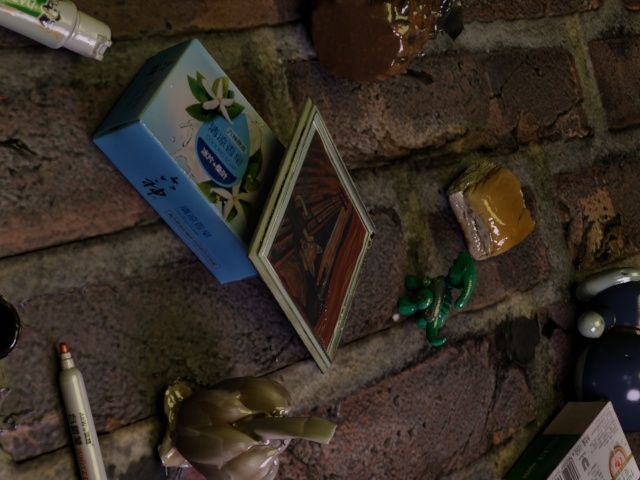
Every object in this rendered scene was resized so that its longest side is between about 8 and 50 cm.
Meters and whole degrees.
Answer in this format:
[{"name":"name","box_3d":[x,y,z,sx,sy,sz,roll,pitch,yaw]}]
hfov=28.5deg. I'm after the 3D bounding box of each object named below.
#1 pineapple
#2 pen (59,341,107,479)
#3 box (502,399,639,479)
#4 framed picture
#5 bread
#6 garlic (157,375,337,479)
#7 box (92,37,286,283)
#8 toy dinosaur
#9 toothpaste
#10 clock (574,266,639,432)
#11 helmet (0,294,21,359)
[{"name":"pineapple","box_3d":[0.127,-0.332,1.653,0.364,0.165,0.166,-44,112,-46]},{"name":"pen","box_3d":[-0.227,0.206,1.228,0.026,0.026,0.218,-13,90,-48]},{"name":"box","box_3d":[0.359,0.335,1.777,0.199,0.081,0.135,-37,109,-38]},{"name":"framed picture","box_3d":[0.000,0.000,1.446,0.273,0.016,0.217,60,42,-53]},{"name":"bread","box_3d":[0.240,-0.041,1.751,0.106,0.082,0.125,-44,115,-51]},{"name":"garlic","box_3d":[-0.062,0.192,1.297,0.127,0.194,0.131,36,50,-47]},{"name":"box","box_3d":[-0.121,-0.084,1.372,0.232,0.083,0.143,50,46,-25]},{"name":"toy dinosaur","box_3d":[0.155,0.077,1.621,0.059,0.096,0.132,35,54,-35]},{"name":"toothpaste","box_3d":[-0.342,-0.250,1.206,0.314,0.056,0.058,21,25,-39]},{"name":"clock","box_3d":[0.453,0.167,1.891,0.199,0.146,0.243,32,51,-40]},{"name":"helmet","box_3d":[-0.310,0.075,1.154,0.065,0.049,0.084,-44,88,-8]}]
